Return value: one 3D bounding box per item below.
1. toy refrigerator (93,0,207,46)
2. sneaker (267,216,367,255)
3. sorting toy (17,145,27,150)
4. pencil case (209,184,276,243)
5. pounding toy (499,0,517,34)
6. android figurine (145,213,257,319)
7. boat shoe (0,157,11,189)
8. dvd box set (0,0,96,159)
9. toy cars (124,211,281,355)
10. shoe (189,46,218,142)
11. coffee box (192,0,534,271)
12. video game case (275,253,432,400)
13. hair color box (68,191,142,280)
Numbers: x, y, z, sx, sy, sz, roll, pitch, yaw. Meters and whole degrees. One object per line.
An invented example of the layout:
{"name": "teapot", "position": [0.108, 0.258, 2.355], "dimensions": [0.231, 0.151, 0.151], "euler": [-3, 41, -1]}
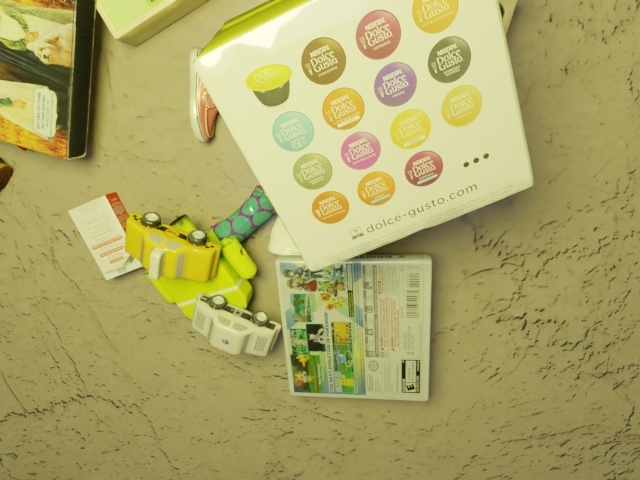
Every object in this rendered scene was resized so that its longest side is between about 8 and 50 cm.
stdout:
{"name": "toy refrigerator", "position": [-0.271, -0.470, 0.802], "dimensions": [0.270, 0.094, 0.102], "euler": [-26, 102, 10]}
{"name": "sneaker", "position": [0.000, 0.000, 0.931], "dimensions": [0.212, 0.080, 0.094], "euler": [12, 94, 2]}
{"name": "sorting toy", "position": [-0.658, -0.303, 0.897], "dimensions": [0.275, 0.046, 0.132], "euler": [35, 105, -6]}
{"name": "pencil case", "position": [-0.154, -0.049, 0.928], "dimensions": [0.152, 0.064, 0.070], "euler": [-41, 101, 14]}
{"name": "pounding toy", "position": [0.272, -0.407, 0.740], "dimensions": [0.094, 0.181, 0.205], "euler": [14, 106, 0]}
{"name": "android figurine", "position": [-0.250, 0.076, 0.942], "dimensions": [0.248, 0.056, 0.272], "euler": [-20, 117, 25]}
{"name": "boat shoe", "position": [-0.738, -0.097, 0.950], "dimensions": [0.073, 0.073, 0.207], "euler": [35, 98, -4]}
{"name": "dvd box set", "position": [-0.628, -0.352, 0.809], "dimensions": [0.421, 0.062, 0.307], "euler": [17, 111, 1]}
{"name": "toy cars", "position": [-0.237, 0.107, 0.872], "dimensions": [0.177, 0.087, 0.393], "euler": [-22, 114, 26]}
{"name": "shoe", "position": [-0.204, -0.280, 0.866], "dimensions": [0.081, 0.063, 0.177], "euler": [3, 102, 8]}
{"name": "coffee box", "position": [0.058, -0.222, 0.683], "dimensions": [0.338, 0.338, 0.334], "euler": [-22, 121, 8]}
{"name": "video game case", "position": [0.071, 0.183, 0.915], "dimensions": [0.300, 0.036, 0.328], "euler": [-1, 112, 9]}
{"name": "hair color box", "position": [-0.451, -0.009, 0.964], "dimensions": [0.093, 0.053, 0.167], "euler": [-21, 102, 8]}
